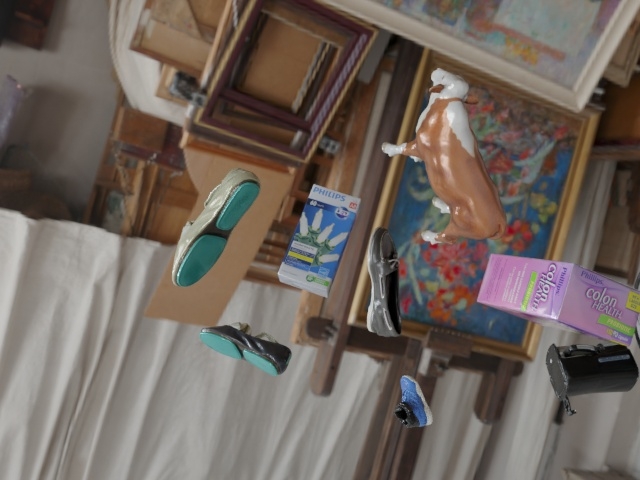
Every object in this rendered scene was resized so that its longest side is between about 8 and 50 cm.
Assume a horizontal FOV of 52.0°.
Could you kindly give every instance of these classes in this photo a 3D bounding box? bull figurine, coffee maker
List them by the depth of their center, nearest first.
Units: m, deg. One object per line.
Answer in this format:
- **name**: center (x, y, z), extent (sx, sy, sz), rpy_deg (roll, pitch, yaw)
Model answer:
- **bull figurine**: center (0.219, -0.136, 1.143), extent (0.101, 0.310, 0.188), rpy_deg (-22, -177, -32)
- **coffee maker**: center (0.650, 0.324, 1.562), extent (0.179, 0.171, 0.120), rpy_deg (-5, 162, 0)

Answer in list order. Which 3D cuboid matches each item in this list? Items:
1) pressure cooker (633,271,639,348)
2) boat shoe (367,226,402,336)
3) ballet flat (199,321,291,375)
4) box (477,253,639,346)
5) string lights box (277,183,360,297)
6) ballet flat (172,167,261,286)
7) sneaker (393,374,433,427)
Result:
- **pressure cooker**: center (0.868, 0.151, 1.344), extent (0.421, 0.369, 0.375), rpy_deg (-4, 162, -19)
- **boat shoe**: center (0.202, 0.125, 1.929), extent (0.096, 0.334, 0.112), rpy_deg (12, -160, 34)
- **ballet flat**: center (-0.140, 0.200, 1.265), extent (0.203, 0.074, 0.074), rpy_deg (17, -178, 31)
- **box**: center (0.502, 0.122, 1.391), extent (0.214, 0.117, 0.243), rpy_deg (20, 174, -25)
- **string lights box**: center (0.000, 0.000, 1.678), extent (0.134, 0.259, 0.076), rpy_deg (18, 163, 8)
- **ballet flat**: center (-0.198, -0.029, 1.187), extent (0.086, 0.248, 0.086), rpy_deg (37, -171, -7)
- **sneaker**: center (0.223, 0.419, 1.709), extent (0.085, 0.058, 0.152), rpy_deg (-5, -134, -21)
